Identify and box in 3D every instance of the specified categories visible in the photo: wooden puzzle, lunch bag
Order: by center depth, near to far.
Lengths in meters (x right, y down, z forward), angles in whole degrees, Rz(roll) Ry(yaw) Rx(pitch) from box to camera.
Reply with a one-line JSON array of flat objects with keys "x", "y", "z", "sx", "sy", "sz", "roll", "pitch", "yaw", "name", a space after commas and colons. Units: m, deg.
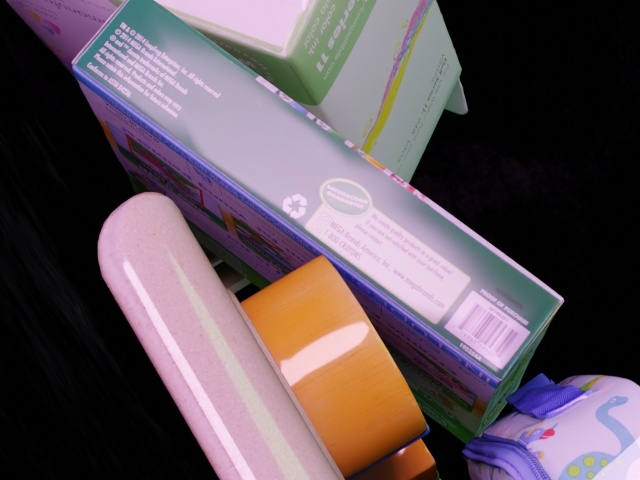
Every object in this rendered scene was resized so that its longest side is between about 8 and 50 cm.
[{"x": 0.138, "y": 0.145, "z": 0.847, "sx": 0.176, "sy": 0.090, "sz": 0.219, "roll": 60, "pitch": -4, "yaw": 1, "name": "lunch bag"}, {"x": 0.040, "y": 0.139, "z": 0.866, "sx": 0.322, "sy": 0.080, "sz": 0.348, "roll": 58, "pitch": 1, "yaw": 15, "name": "wooden puzzle"}]

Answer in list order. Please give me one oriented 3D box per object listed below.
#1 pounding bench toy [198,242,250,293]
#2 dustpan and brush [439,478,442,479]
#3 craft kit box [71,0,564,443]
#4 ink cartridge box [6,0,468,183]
[{"x": -0.068, "y": -0.015, "z": 1.212, "sx": 0.065, "sy": 0.052, "sz": 0.083, "roll": 57, "pitch": 1, "yaw": -29, "name": "pounding bench toy"}, {"x": 0.043, "y": 0.152, "z": 1.372, "sx": 0.211, "sy": 0.060, "sz": 0.147, "roll": 58, "pitch": 1, "yaw": -28, "name": "dustpan and brush"}, {"x": 0.000, "y": 0.000, "z": 0.968, "sx": 0.250, "sy": 0.061, "sz": 0.246, "roll": 37, "pitch": -12, "yaw": 8, "name": "craft kit box"}, {"x": -0.044, "y": -0.119, "z": 1.097, "sx": 0.207, "sy": 0.119, "sz": 0.353, "roll": 21, "pitch": -11, "yaw": 18, "name": "ink cartridge box"}]
